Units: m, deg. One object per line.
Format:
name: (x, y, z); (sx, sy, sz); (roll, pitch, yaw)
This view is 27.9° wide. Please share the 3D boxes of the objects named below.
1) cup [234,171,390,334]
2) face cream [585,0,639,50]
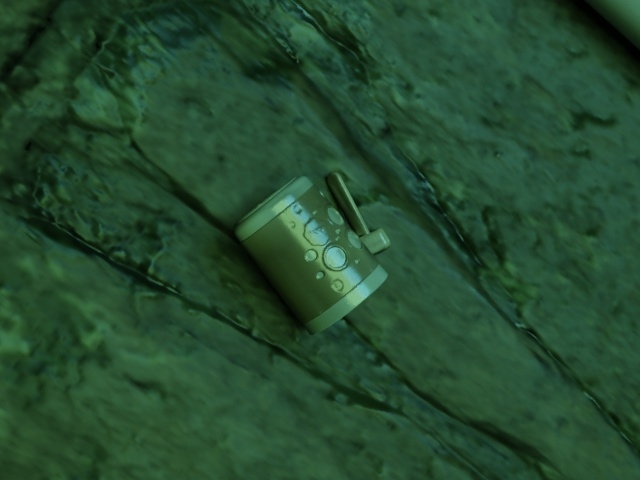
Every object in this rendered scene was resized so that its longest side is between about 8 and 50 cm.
cup: (0.001, 0.000, 0.944); (0.102, 0.074, 0.099); (-40, 95, -17)
face cream: (0.226, -0.240, 1.033); (0.311, 0.092, 0.092); (39, 74, -7)
